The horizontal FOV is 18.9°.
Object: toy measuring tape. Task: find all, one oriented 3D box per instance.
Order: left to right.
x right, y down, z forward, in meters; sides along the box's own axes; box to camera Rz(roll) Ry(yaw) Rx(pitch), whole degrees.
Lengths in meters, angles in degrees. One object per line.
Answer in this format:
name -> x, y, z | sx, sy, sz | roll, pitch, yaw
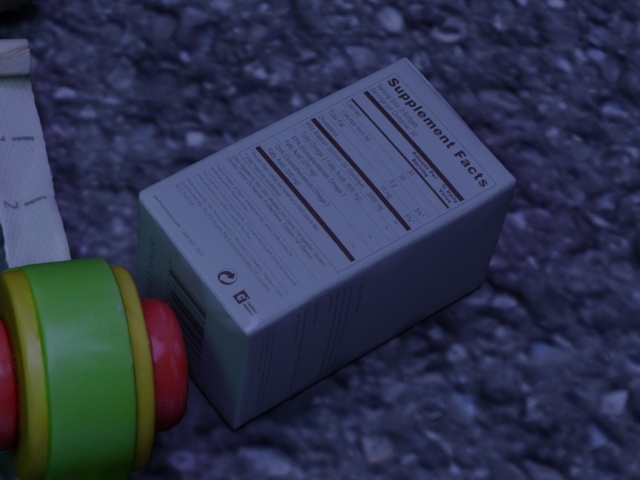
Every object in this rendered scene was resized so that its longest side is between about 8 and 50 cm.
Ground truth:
toy measuring tape -> -0.139, 0.011, 0.996 | 0.121, 0.121, 0.330 | -8, 64, -13

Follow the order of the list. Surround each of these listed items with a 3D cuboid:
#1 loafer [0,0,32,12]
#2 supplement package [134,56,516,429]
loafer -> -0.210, -0.171, 1.126 | 0.092, 0.102, 0.268 | 27, 56, 16
supplement package -> 0.000, 0.000, 1.043 | 0.179, 0.105, 0.105 | -28, 63, -24
